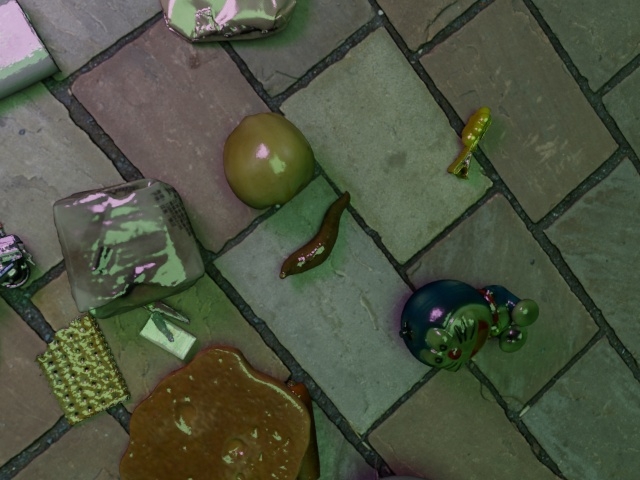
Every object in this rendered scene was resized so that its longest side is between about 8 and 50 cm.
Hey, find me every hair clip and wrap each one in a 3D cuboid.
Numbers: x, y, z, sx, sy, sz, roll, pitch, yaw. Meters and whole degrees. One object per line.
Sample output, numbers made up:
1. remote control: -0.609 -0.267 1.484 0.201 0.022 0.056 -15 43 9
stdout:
1. hair clip: 0.348 -0.230 1.363 0.046 0.072 0.173 21 96 -16

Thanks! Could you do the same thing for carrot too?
1. carrot: -0.042 0.414 1.288 0.067 0.067 0.225 -10 95 -13

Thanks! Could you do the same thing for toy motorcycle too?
1. toy motorcycle: -0.666 0.044 1.106 0.221 0.102 0.150 -19 84 -21

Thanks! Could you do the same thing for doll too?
1. doll: 0.310 0.182 1.307 0.322 0.186 0.198 -3 124 -30

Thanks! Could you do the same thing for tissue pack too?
1. tissue pack: -0.321 0.200 1.235 0.108 0.023 0.056 35 82 -11

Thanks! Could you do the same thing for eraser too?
1. eraser: -0.645 -0.350 1.116 0.227 0.081 0.174 -31 99 -11

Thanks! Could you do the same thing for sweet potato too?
1. sweet potato: 0.003 0.000 1.291 0.069 0.059 0.249 39 78 1

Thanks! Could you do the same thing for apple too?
1. apple: -0.106 -0.158 1.197 0.200 0.200 0.199 0 92 -13

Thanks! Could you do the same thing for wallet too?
1. wallet: -0.193 -0.556 1.228 0.336 0.068 0.274 -5 89 -7

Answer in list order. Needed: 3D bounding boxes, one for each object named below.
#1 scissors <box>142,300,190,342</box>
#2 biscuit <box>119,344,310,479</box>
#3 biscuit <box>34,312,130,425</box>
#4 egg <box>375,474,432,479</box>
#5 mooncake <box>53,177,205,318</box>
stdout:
1. scissors: -0.354 0.128 1.213 0.187 0.020 0.133 43 77 0
2. biscuit: -0.216 0.430 1.229 0.365 0.062 0.385 41 93 -7
3. biscuit: -0.492 0.265 1.201 0.144 0.016 0.203 -25 98 -12
4. egg: 0.223 0.662 1.247 0.389 0.276 0.276 34 84 -12
5. mooncake: -0.373 0.007 1.156 0.250 0.136 0.254 -16 87 -11
